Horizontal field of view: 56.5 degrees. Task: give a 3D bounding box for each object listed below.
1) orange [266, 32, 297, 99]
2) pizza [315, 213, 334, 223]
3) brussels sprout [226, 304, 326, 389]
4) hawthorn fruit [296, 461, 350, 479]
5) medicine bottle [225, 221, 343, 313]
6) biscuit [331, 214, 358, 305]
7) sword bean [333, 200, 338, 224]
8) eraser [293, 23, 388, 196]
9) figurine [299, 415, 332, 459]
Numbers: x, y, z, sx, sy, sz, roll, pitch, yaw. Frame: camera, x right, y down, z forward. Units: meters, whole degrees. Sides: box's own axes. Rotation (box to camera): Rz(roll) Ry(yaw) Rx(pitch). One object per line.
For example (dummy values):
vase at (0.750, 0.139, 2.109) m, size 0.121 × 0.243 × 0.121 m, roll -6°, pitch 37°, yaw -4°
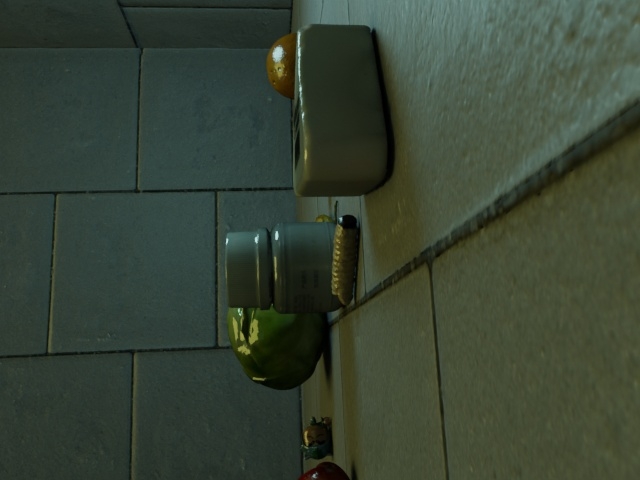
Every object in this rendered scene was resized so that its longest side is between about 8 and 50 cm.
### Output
orange at (-0.069, -0.520, 1.788) m, size 0.206 × 0.205 × 0.206 m, roll 178°, pitch 90°, yaw -85°
pizza at (0.000, 0.008, 1.798) m, size 0.204 × 0.080 × 0.188 m, roll 132°, pitch 136°, yaw -81°
brussels sprout at (-0.151, 0.332, 2.076) m, size 0.425 × 0.342 × 0.361 m, roll 74°, pitch -162°, yaw -65°
hawthorn fruit at (0.008, 0.637, 1.467) m, size 0.173 × 0.172 × 0.173 m, roll 178°, pitch 90°, yaw -85°
medicine bottle at (-0.093, 0.074, 1.586) m, size 0.245 × 0.306 × 0.245 m, roll 179°, pitch 90°, yaw -84°
biscuit at (0.054, 0.046, 1.339) m, size 0.061 × 0.055 × 0.219 m, roll -117°, pitch 24°, yaw -53°
sword bean at (0.043, -0.073, 1.662) m, size 0.012 × 0.012 × 0.083 m, roll -102°, pitch 11°, yaw -63°
eraser at (0.023, -0.189, 1.102) m, size 0.331 × 0.149 × 0.332 m, roll 178°, pitch 90°, yaw -86°
figurine at (-0.013, 0.657, 2.043) m, size 0.178 × 0.114 × 0.145 m, roll -81°, pitch -7°, yaw -71°
